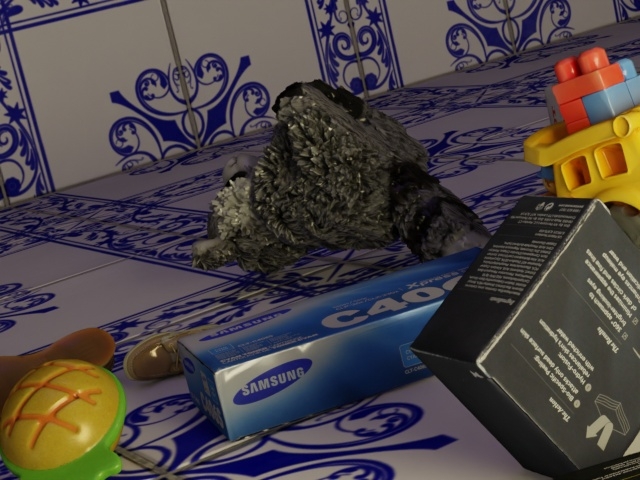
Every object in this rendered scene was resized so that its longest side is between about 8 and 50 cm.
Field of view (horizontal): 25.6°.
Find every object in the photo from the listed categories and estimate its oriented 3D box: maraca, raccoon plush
[{"bbox_3d":[-0.239,0.180,1.306,0.127,0.099,0.185,-23,37,3],"label":"maraca"},{"bbox_3d":[0.000,0.000,1.776,0.216,0.299,0.446,21,23,-33],"label":"raccoon plush"}]

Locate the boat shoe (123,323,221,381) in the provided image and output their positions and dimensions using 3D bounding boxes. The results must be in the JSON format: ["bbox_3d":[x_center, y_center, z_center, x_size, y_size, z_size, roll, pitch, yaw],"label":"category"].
[{"bbox_3d":[-0.155,0.123,1.577,0.135,0.050,0.045,-20,8,-30],"label":"boat shoe"}]

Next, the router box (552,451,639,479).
[{"bbox_3d":[0.259,0.171,0.920,0.179,0.046,0.133,-15,12,-8],"label":"router box"}]

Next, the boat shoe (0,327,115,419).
[{"bbox_3d":[-0.323,0.162,1.562,0.207,0.073,0.073,-16,-26,-28],"label":"boat shoe"}]

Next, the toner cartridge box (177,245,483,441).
[{"bbox_3d":[0.044,0.097,1.424,0.348,0.075,0.165,-17,11,-16],"label":"toner cartridge box"}]

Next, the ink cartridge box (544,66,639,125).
[{"bbox_3d":[0.365,-0.084,1.607,0.117,0.201,0.278,-14,12,-6],"label":"ink cartridge box"}]

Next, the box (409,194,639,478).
[{"bbox_3d":[0.179,0.074,1.055,0.158,0.156,0.093,-52,26,-17],"label":"box"}]

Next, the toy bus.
[{"bbox_3d":[0.256,-0.063,1.276,0.149,0.211,0.220,-25,1,-35],"label":"toy bus"}]
